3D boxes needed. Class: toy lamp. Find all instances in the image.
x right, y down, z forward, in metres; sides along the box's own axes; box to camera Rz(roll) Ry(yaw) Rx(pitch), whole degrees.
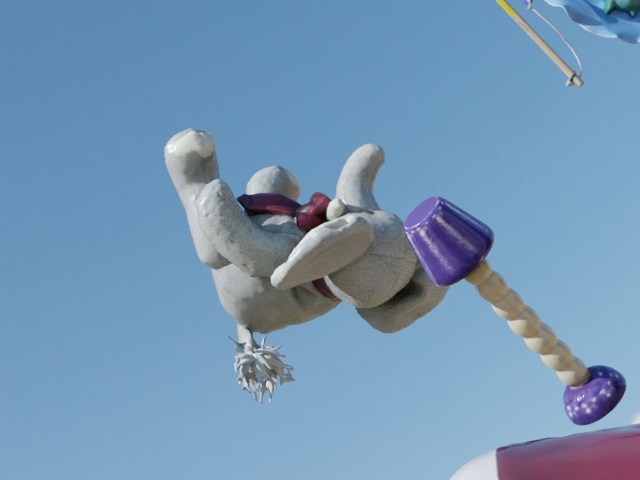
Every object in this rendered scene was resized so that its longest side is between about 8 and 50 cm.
[{"bbox_3d":[0.185,0.067,1.326,0.080,0.274,0.080,-38,17,14],"label":"toy lamp"}]

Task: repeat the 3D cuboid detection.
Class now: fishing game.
[{"bbox_3d":[0.283,-0.276,1.270,0.264,0.189,0.041,-34,-12,-12],"label":"fishing game"}]

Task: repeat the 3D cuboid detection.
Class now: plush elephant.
[{"bbox_3d":[0.000,0.000,1.593,0.255,0.330,0.272,-20,-25,22],"label":"plush elephant"}]

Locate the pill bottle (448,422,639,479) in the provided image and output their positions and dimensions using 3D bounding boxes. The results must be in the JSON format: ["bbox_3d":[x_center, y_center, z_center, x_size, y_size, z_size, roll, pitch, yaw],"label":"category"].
[{"bbox_3d":[0.171,0.178,0.545,0.392,0.224,0.224,-12,-22,8],"label":"pill bottle"}]
